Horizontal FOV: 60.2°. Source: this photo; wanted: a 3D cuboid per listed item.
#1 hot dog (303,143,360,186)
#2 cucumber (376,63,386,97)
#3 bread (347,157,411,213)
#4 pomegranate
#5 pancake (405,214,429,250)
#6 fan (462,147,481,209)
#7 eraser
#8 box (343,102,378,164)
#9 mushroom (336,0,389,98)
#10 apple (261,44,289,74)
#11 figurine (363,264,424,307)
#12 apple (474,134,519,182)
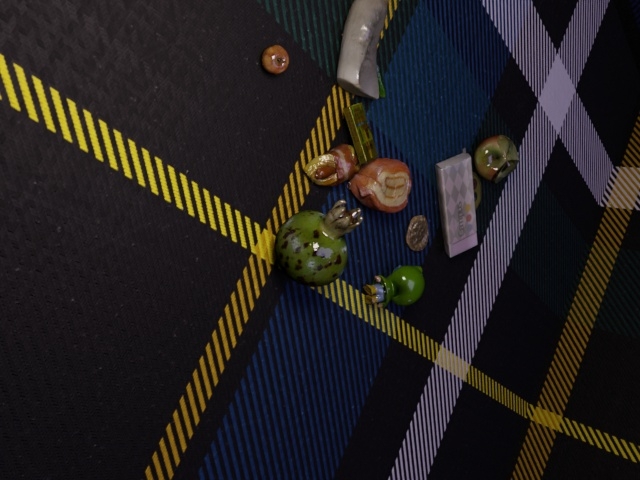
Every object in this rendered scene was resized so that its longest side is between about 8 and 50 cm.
[{"bbox_3d":[0.066,-0.248,1.827,0.261,0.093,0.123,-32,119,-34],"label":"hot dog"},{"bbox_3d":[0.196,-0.566,1.924,0.037,0.037,0.155,-41,124,-30],"label":"cucumber"},{"bbox_3d":[0.216,-0.193,1.961,0.244,0.123,0.190,-10,107,-40],"label":"bread"},{"bbox_3d":[0.005,0.017,1.675,0.242,0.306,0.242,15,69,-45],"label":"pomegranate"},{"bbox_3d":[0.394,-0.031,2.228,0.151,0.025,0.152,-10,105,-41],"label":"pancake"},{"bbox_3d":[0.637,-0.240,2.421,0.229,0.011,0.335,-24,114,-36],"label":"fan"},{"bbox_3d":[0.577,-0.148,2.326,0.213,0.082,0.397,-23,114,-28],"label":"eraser"},{"bbox_3d":[0.136,-0.360,1.857,0.121,0.030,0.193,-38,112,-59],"label":"box"},{"bbox_3d":[0.149,-0.678,1.797,0.177,0.126,0.397,6,94,-54],"label":"mushroom"},{"bbox_3d":[-0.132,-0.523,1.601,0.084,0.071,0.084,-10,107,-33],"label":"apple"},{"bbox_3d":[0.286,0.180,2.102,0.263,0.143,0.162,-13,102,-30],"label":"figurine"},{"bbox_3d":[0.768,-0.357,2.414,0.188,0.173,0.207,-27,116,-59],"label":"apple"}]
